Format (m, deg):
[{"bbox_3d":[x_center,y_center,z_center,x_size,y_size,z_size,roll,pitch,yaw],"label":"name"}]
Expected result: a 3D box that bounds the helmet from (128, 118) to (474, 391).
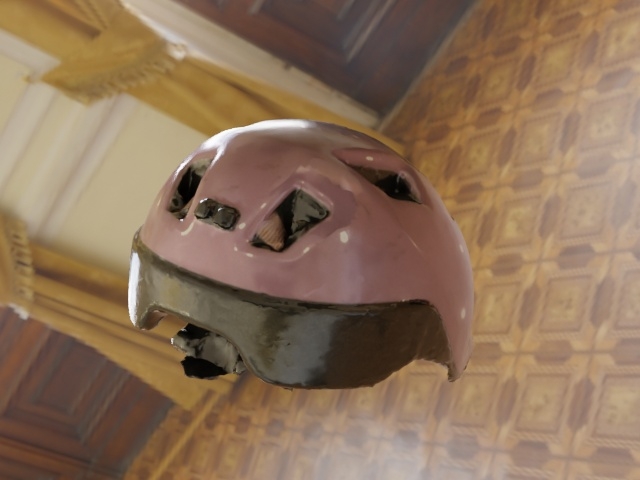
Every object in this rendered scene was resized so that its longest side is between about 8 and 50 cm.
[{"bbox_3d":[0.000,0.000,0.638,0.198,0.253,0.154,19,111,30],"label":"helmet"}]
